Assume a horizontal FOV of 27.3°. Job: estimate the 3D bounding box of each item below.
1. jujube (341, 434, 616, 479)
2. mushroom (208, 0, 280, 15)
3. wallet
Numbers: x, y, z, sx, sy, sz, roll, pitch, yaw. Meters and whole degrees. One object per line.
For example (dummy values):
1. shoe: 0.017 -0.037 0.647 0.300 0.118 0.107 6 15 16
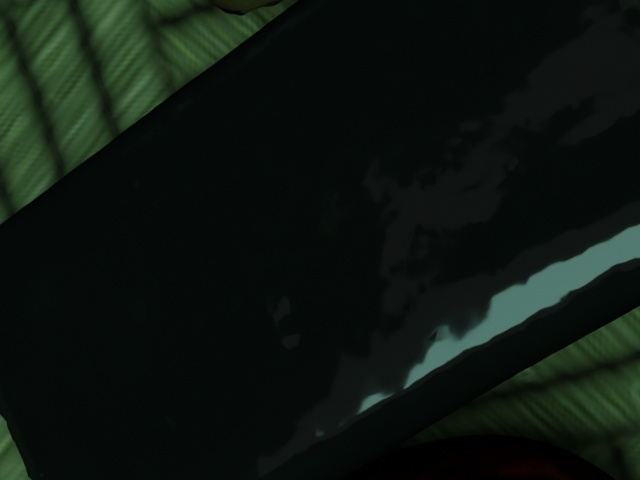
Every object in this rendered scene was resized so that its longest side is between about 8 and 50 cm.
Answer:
1. jujube: 0.054 0.180 0.667 0.236 0.168 0.168 -5 101 33
2. mushroom: -0.032 -0.244 0.558 0.267 0.267 0.255 -23 95 17
3. wallet: 0.000 0.000 0.675 0.406 0.062 0.228 -33 73 17
